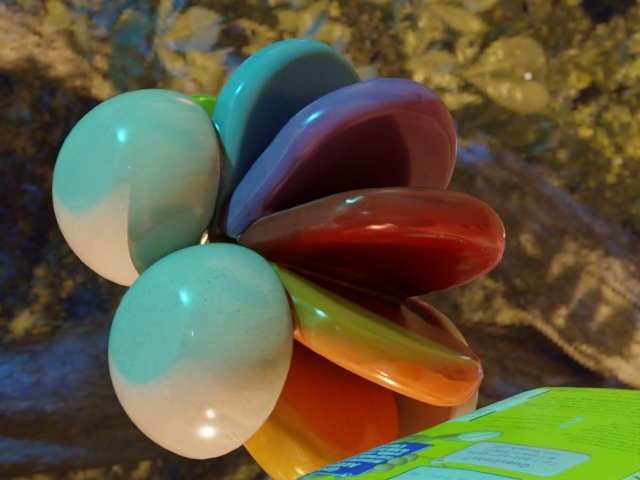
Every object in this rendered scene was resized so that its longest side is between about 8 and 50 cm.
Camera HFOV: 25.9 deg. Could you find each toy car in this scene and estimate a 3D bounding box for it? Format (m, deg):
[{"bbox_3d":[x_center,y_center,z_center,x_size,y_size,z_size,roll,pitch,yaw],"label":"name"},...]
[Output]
[{"bbox_3d":[0.000,0.000,0.526,0.159,0.136,0.182,16,-141,-46],"label":"toy car"}]

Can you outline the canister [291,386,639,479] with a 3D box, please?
[{"bbox_3d":[0.037,0.087,0.333,0.170,0.126,0.073,-13,-82,-42],"label":"canister"}]
